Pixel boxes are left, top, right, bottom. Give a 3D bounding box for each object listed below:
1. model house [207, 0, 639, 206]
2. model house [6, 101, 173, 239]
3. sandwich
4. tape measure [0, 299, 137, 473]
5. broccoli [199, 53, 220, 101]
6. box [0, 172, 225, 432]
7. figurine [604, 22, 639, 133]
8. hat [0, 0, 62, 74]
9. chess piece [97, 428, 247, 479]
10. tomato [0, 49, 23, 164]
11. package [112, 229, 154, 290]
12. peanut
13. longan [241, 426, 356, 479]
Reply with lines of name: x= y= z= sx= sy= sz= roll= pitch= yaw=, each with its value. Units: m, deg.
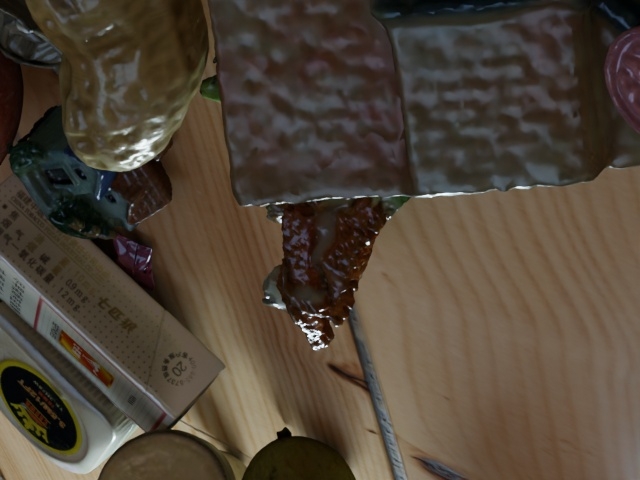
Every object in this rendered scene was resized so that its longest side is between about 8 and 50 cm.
model house: x=0.082 y=-0.187 z=1.230 sx=0.312 sy=0.245 sz=0.280 roll=-4 pitch=103 yaw=22
model house: x=-0.212 y=-0.072 z=1.879 sx=0.149 sy=0.119 sz=0.148 roll=-2 pitch=129 yaw=44
sandwich: x=0.003 y=-0.003 z=1.635 sx=0.109 sy=0.160 sz=0.185 roll=25 pitch=162 yaw=-7
tape measure: x=-0.345 y=0.160 z=2.361 sx=0.271 sy=0.133 sz=0.231 roll=44 pitch=145 yaw=2
broccoli: x=-0.059 y=-0.131 z=1.620 sx=0.092 sy=0.097 sz=0.095 roll=15 pitch=104 yaw=24
box: x=-0.272 y=0.085 z=2.159 sx=0.330 sy=0.095 sz=0.210 roll=44 pitch=163 yaw=2
figurine: x=0.358 y=-0.110 z=0.965 sx=0.361 sy=0.253 sz=0.211 roll=32 pitch=-165 yaw=36
hat: x=-0.252 y=-0.243 z=1.731 sx=0.214 sy=0.149 sz=0.244 roll=33 pitch=116 yaw=-10
chess piece: x=-0.157 y=0.317 z=2.227 sx=0.167 sy=0.167 sz=0.300 roll=36 pitch=179 yaw=13
tomato: x=-0.428 y=-0.166 z=1.894 sx=0.270 sy=0.227 sz=0.270 roll=48 pitch=176 yaw=5
package: x=-0.215 y=0.019 z=2.090 sx=0.059 sy=0.029 sz=0.083 roll=28 pitch=148 yaw=16
peanut: x=-0.177 y=-0.197 z=1.574 sx=0.140 sy=0.153 sz=0.325 roll=33 pitch=136 yaw=41
longan: x=-0.029 y=0.290 z=2.121 sx=0.155 sy=0.145 sz=0.176 roll=-47 pitch=48 yaw=41
